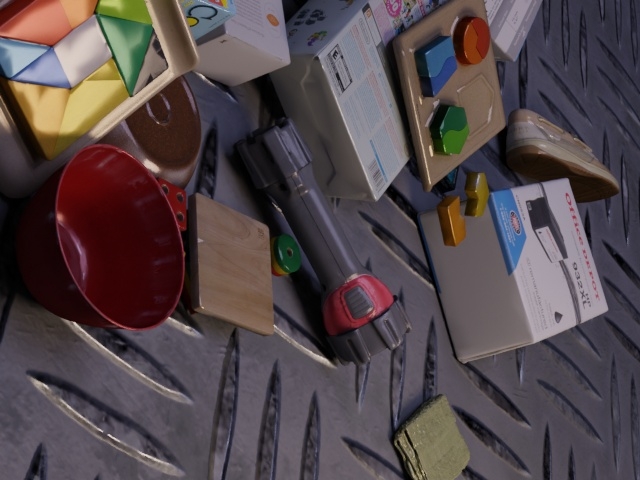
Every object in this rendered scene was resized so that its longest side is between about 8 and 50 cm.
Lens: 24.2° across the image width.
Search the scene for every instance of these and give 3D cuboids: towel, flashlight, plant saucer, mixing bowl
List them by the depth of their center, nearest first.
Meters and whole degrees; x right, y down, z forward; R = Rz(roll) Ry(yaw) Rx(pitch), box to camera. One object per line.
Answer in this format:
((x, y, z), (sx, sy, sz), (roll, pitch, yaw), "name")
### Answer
((-0.222, 0.009, 1.418), (0.181, 0.098, 0.181), (34, 47, -46), "mixing bowl")
((-0.186, -0.139, 1.617), (0.198, 0.036, 0.198), (33, 48, -46), "plant saucer")
((0.000, 0.000, 1.797), (0.304, 0.103, 0.103), (61, 36, -10), "flashlight")
((0.146, 0.269, 1.952), (0.148, 0.027, 0.110), (-34, 103, -57), "towel")

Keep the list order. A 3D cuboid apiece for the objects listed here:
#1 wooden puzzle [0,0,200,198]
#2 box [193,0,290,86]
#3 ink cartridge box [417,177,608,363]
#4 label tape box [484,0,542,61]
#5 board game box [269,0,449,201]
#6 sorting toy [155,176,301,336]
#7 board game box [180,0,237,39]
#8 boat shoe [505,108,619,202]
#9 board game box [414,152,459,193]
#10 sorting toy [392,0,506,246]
((-0.228, -0.174, 1.369), (0.239, 0.044, 0.221), (-39, 139, -19), "wooden puzzle")
((-0.117, -0.285, 1.749), (0.130, 0.091, 0.170), (18, 60, -55), "box")
((0.289, 0.037, 2.204), (0.307, 0.129, 0.223), (-12, 84, -60), "ink cartridge box")
((0.223, -0.468, 2.283), (0.348, 0.115, 0.249), (39, 72, -46), "label tape box")
((0.072, -0.231, 1.913), (0.303, 0.097, 0.224), (-50, 133, -36), "board game box")
((-0.115, 0.029, 1.632), (0.274, 0.046, 0.132), (26, 54, -52), "sorting toy")
((-0.236, -0.287, 1.471), (0.275, 0.144, 0.142), (14, 57, -50), "board game box")
((0.410, -0.141, 2.520), (0.302, 0.109, 0.098), (21, 58, -47), "boat shoe")
((0.173, -0.178, 2.229), (0.126, 0.026, 0.186), (50, 37, -33), "board game box")
((0.189, -0.161, 1.969), (0.229, 0.041, 0.307), (-42, 127, -44), "sorting toy")
